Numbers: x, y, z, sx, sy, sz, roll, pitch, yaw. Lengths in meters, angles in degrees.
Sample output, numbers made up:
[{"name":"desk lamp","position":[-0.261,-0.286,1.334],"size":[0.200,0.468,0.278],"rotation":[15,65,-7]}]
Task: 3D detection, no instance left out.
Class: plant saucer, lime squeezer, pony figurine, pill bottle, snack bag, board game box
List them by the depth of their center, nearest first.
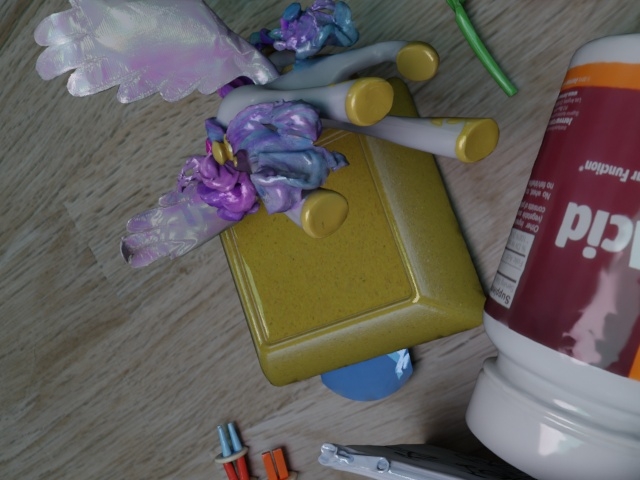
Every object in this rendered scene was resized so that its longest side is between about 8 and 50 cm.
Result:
[{"name":"pill bottle","position":[0.290,0.028,0.613],"size":[0.224,0.224,0.392],"rotation":[20,98,21]},{"name":"snack bag","position":[0.207,0.258,0.643],"size":[0.323,0.342,0.037],"rotation":[7,77,28]},{"name":"pony figurine","position":[-0.061,-0.126,0.666],"size":[0.363,0.351,0.302],"rotation":[31,140,49]},{"name":"lime squeezer","position":[0.170,-0.321,0.745],"size":[0.110,0.059,0.310],"rotation":[-3,95,-6]},{"name":"plant saucer","position":[0.000,0.000,0.823],"size":[0.333,0.081,0.332],"rotation":[-23,82,26]},{"name":"board game box","position":[0.055,0.130,0.863],"size":[0.133,0.033,0.168],"rotation":[-17,83,26]}]

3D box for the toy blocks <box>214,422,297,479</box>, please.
[{"name":"toy blocks","position":[-0.095,0.340,0.947],"size":[0.123,0.054,0.148],"rotation":[-18,90,26]}]
